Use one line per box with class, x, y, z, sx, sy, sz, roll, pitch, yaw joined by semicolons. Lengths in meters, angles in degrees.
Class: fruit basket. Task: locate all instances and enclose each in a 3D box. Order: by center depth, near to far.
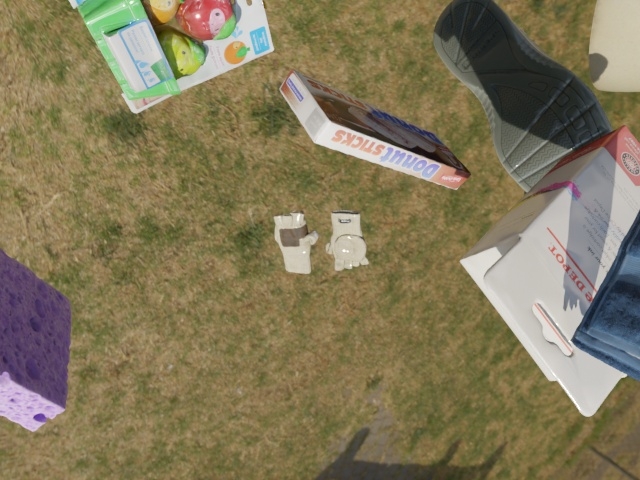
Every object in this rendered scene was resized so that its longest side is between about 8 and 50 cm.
fruit basket;-0.278;-0.441;1.051;0.353;0.165;0.327;-22;145;-7

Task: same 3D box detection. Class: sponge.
sponge;-0.245;0.027;0.329;0.031;0.117;0.210;-32;132;4

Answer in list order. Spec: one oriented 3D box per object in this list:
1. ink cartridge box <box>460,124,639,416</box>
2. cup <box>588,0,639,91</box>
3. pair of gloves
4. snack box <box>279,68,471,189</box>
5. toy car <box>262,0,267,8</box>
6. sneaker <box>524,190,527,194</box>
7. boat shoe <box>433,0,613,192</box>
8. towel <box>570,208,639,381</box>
ink cartridge box;0.184;0.018;0.380;0.198;0.067;0.115;-37;90;-28
cup;0.630;-0.391;0.855;0.331;0.237;0.331;-26;129;-37
pair of gloves;0.000;0.000;1.358;0.240;0.042;0.204;-2;130;15
snack box;0.051;-0.083;0.422;0.178;0.064;0.022;9;130;-44
toy car;-0.130;-0.531;1.169;0.040;0.060;0.122;-39;170;-8
sneaker;0.381;-0.050;0.720;0.083;0.221;0.087;6;106;-35
boat shoe;0.253;-0.165;0.635;0.103;0.320;0.118;0;144;-47
towel;0.188;0.017;0.277;0.029;0.067;0.119;24;94;-31
